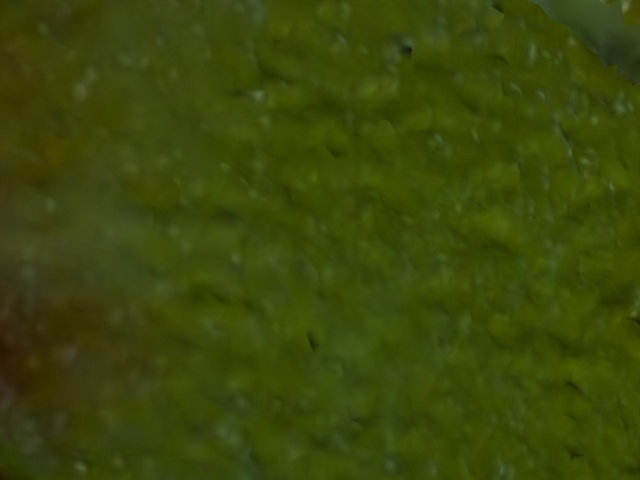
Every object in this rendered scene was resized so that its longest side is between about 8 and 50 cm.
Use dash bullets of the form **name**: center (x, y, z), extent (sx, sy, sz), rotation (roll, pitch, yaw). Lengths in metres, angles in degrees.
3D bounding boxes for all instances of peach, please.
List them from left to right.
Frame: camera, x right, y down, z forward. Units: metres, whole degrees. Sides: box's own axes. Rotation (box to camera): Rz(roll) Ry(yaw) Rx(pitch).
- **peach**: center (-0.020, -0.003, 0.528), extent (0.406, 0.310, 0.335), rotation (14, 84, -31)
